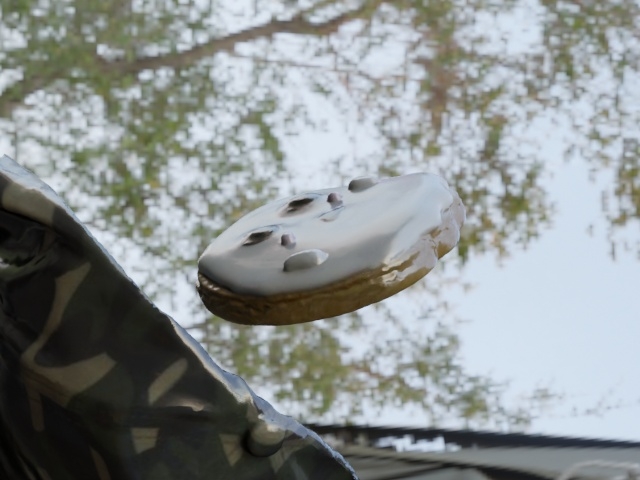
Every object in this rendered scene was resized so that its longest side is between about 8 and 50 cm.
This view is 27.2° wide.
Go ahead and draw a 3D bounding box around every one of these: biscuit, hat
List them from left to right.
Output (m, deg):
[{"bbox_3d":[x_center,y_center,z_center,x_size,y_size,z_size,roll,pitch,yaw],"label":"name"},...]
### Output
[{"bbox_3d":[-0.175,0.160,0.877,0.381,0.366,0.257,-42,-157,16],"label":"hat"},{"bbox_3d":[0.000,0.000,0.997,0.208,0.181,0.049,-6,-66,26],"label":"biscuit"}]
